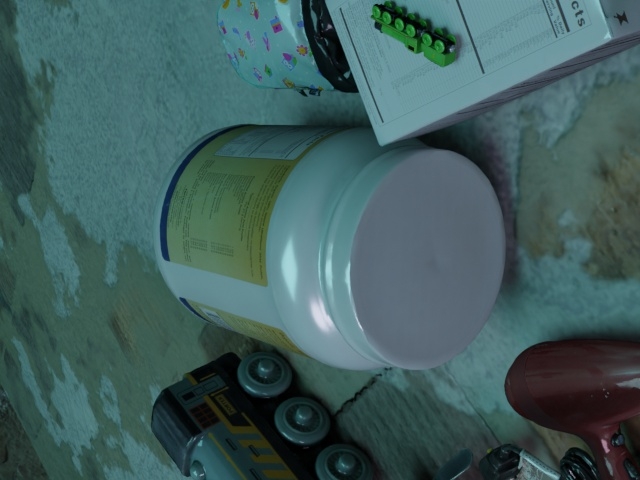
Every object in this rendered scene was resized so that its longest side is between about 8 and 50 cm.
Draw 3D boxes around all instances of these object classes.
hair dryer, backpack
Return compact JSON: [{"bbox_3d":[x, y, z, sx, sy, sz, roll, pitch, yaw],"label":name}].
[{"bbox_3d":[0.260,0.181,0.773,0.224,0.080,0.293,33,143,28],"label":"hair dryer"},{"bbox_3d":[-0.018,-0.216,0.874,0.182,0.115,0.151,14,122,52],"label":"backpack"}]

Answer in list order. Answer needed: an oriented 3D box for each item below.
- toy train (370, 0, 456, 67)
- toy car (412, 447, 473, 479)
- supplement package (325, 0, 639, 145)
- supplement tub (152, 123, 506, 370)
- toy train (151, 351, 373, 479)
[{"bbox_3d":[0.067,-0.152,0.643,0.083,0.017,0.023,39,146,36],"label":"toy train"},{"bbox_3d":[0.125,0.307,0.940,0.188,0.149,0.155,-54,42,38],"label":"toy car"},{"bbox_3d":[0.141,-0.180,0.663,0.244,0.134,0.139,-18,94,56],"label":"supplement package"},{"bbox_3d":[0.000,0.000,0.868,0.316,0.228,0.228,11,116,50],"label":"supplement tub"},{"bbox_3d":[-0.077,0.290,1.160,0.334,0.190,0.142,45,140,29],"label":"toy train"}]
